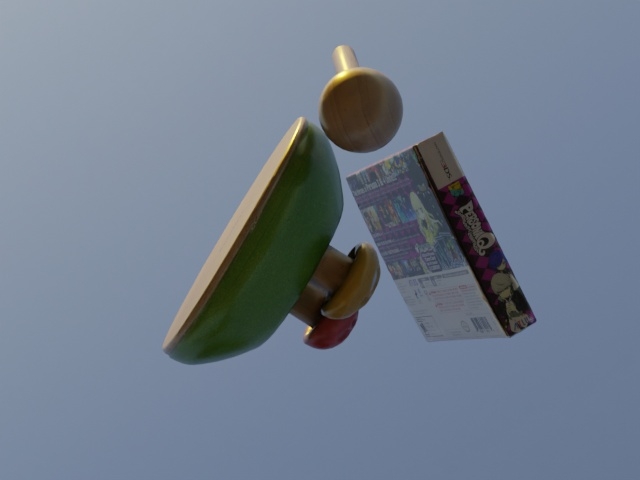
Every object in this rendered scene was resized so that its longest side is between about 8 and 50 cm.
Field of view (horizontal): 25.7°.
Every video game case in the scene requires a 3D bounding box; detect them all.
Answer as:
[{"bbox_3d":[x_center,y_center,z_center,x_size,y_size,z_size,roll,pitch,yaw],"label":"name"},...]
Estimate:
[{"bbox_3d":[0.118,0.005,1.458,0.042,0.210,0.232,-28,-178,-16],"label":"video game case"}]

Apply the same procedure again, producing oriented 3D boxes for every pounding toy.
[{"bbox_3d":[0.000,0.000,0.936,0.237,0.110,0.183,-58,-173,10],"label":"pounding toy"}]
